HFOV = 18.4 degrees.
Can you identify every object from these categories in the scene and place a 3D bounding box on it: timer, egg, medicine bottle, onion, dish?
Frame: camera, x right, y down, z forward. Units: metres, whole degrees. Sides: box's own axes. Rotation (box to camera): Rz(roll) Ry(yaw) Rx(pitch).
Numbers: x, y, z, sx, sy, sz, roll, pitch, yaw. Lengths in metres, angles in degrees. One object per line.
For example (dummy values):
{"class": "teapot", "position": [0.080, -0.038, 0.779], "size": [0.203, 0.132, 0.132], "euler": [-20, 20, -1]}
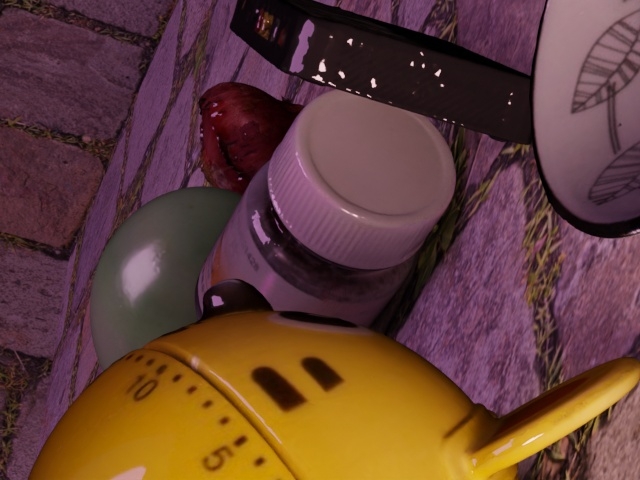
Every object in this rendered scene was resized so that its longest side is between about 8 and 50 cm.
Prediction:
{"class": "timer", "position": [0.001, 0.188, 1.288], "size": [0.387, 0.376, 0.376], "euler": [-32, 0, -21]}
{"class": "egg", "position": [-0.133, 0.069, 2.091], "size": [0.220, 0.220, 0.270], "euler": [-90, 15, -48]}
{"class": "medicine bottle", "position": [0.000, 0.000, 1.762], "size": [0.273, 0.165, 0.165], "euler": [121, 160, -50]}
{"class": "onion", "position": [-0.063, -0.099, 2.223], "size": [0.184, 0.147, 0.184], "euler": [-24, -90, -87]}
{"class": "dish", "position": [0.235, -0.140, 1.122], "size": [0.316, 0.106, 0.317], "euler": [-166, 90, -73]}

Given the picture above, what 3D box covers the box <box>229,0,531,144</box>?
{"class": "box", "position": [0.046, -0.155, 1.664], "size": [0.350, 0.211, 0.058], "euler": [-127, 53, -74]}
